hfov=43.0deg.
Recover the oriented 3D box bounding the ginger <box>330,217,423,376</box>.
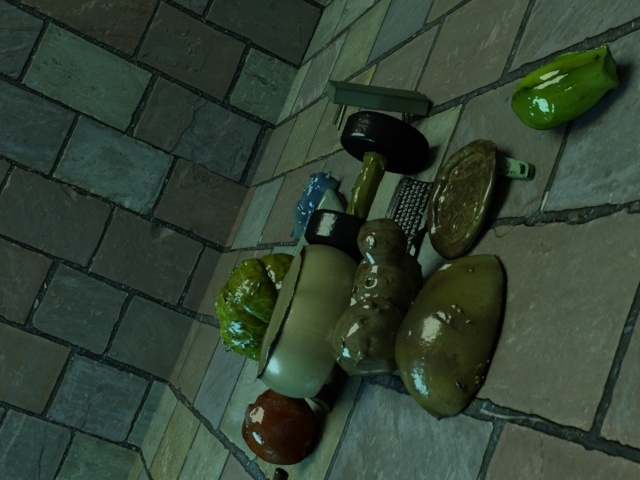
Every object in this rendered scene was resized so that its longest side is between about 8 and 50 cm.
[{"bbox_3d":[0.113,0.115,1.566,0.244,0.155,0.304,55,-139,-62],"label":"ginger"}]

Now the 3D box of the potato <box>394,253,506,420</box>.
[{"bbox_3d":[0.198,0.145,1.382,0.299,0.116,0.239,-70,12,-20],"label":"potato"}]

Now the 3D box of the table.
[{"bbox_3d":[0.138,-0.329,2.061,0.121,0.240,0.111,-107,25,-68],"label":"table"}]

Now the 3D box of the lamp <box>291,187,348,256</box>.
[{"bbox_3d":[0.000,0.000,2.345,0.269,0.047,0.266,-62,17,14],"label":"lamp"}]

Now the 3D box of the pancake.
[{"bbox_3d":[0.272,-0.080,1.563,0.250,0.031,0.250,-162,90,-73],"label":"pancake"}]

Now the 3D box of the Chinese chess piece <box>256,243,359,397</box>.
[{"bbox_3d":[-0.030,0.172,1.766,0.338,0.141,0.338,-160,90,-85],"label":"Chinese chess piece"}]

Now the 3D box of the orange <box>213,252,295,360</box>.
[{"bbox_3d":[-0.118,0.166,2.060,0.223,0.300,0.301,-121,21,-48],"label":"orange"}]

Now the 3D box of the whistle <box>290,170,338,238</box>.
[{"bbox_3d":[-0.026,-0.113,2.545,0.180,0.093,0.269,-85,19,-51],"label":"whistle"}]

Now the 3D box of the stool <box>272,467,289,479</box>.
[{"bbox_3d":[-0.052,0.553,1.566,0.228,0.153,0.139,40,106,30],"label":"stool"}]

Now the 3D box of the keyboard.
[{"bbox_3d":[0.173,-0.013,1.745,0.106,0.016,0.262,15,77,30],"label":"keyboard"}]

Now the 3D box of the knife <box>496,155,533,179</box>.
[{"bbox_3d":[0.329,-0.142,1.533,0.043,0.020,0.293,-63,17,3],"label":"knife"}]

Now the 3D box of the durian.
[{"bbox_3d":[0.392,-0.246,1.343,0.139,0.101,0.250,-33,4,-22],"label":"durian"}]

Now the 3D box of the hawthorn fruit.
[{"bbox_3d":[-0.088,0.417,1.822,0.173,0.173,0.173,-57,18,30],"label":"hawthorn fruit"}]

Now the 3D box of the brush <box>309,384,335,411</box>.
[{"bbox_3d":[-0.036,0.346,1.941,0.050,0.060,0.321,-56,14,-10],"label":"brush"}]

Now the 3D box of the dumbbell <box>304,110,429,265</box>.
[{"bbox_3d":[0.106,-0.114,1.877,0.322,0.204,0.204,-69,16,-10],"label":"dumbbell"}]
